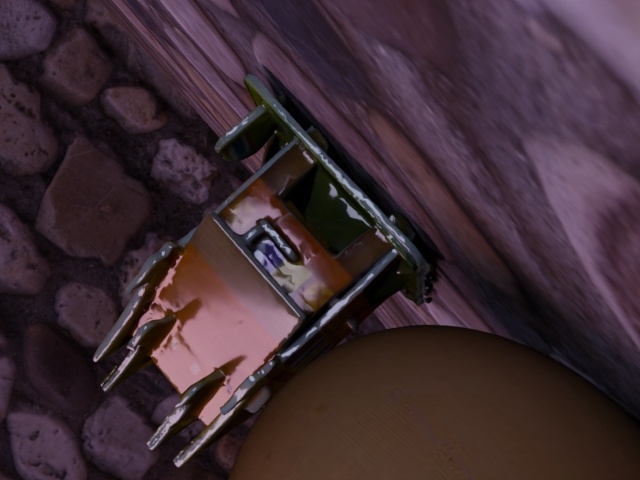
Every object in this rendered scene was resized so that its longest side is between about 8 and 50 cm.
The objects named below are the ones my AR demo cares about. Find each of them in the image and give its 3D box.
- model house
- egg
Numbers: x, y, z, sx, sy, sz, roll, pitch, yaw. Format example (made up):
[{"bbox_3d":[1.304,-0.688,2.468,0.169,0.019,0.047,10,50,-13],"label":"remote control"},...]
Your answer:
[{"bbox_3d":[-0.075,0.056,0.833,0.242,0.313,0.357,50,179,11],"label":"model house"},{"bbox_3d":[0.088,0.211,0.529,0.301,0.301,0.374,49,168,-20],"label":"egg"}]
